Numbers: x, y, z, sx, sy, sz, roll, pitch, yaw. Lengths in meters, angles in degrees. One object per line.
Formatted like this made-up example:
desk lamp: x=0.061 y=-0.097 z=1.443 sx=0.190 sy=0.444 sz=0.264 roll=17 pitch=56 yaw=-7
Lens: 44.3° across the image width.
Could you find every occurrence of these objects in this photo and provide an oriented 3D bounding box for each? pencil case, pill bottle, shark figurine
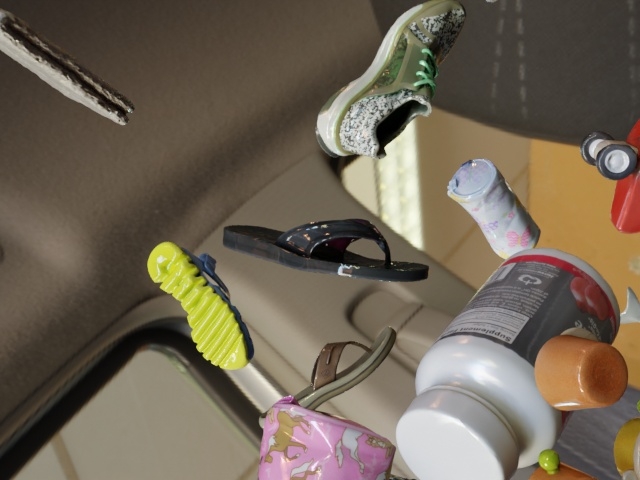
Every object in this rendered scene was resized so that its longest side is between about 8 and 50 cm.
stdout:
pencil case: x=-0.036 y=0.379 z=0.888 sx=0.167 sy=0.160 sz=0.386 roll=22 pitch=-107 yaw=-11
pill bottle: x=0.224 y=0.157 z=0.944 sx=0.318 sy=0.176 sz=0.176 roll=-40 pitch=-46 yaw=-41
pencil case: x=0.404 y=-0.067 z=1.821 sx=0.124 sy=0.113 sz=0.273 roll=-34 pitch=-51 yaw=17
shark figurine: x=0.705 y=0.144 z=1.590 sx=0.278 sy=0.166 sz=0.116 roll=-24 pitch=-17 yaw=-25

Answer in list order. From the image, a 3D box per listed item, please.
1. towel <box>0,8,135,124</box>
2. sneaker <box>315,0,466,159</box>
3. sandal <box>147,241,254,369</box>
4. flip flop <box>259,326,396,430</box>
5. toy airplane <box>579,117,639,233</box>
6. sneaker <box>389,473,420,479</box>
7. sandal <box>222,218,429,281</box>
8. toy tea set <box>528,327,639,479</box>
towel: x=-0.426 y=-0.282 z=1.213 sx=0.049 sy=0.187 sz=0.282 roll=-59 pitch=-36 yaw=-5
sneaker: x=0.184 y=-0.307 z=1.587 sx=0.410 sy=0.182 sz=0.158 roll=-51 pitch=-41 yaw=-5
sandal: x=-0.232 y=0.131 z=1.691 sx=0.126 sy=0.317 sz=0.138 roll=-39 pitch=-15 yaw=24
flip flop: x=0.010 y=0.221 z=1.319 sx=0.277 sy=0.080 sz=0.112 roll=-31 pitch=-4 yaw=-7
toy airplane: x=0.629 y=-0.208 z=1.228 sx=0.386 sy=0.272 sz=0.384 roll=-61 pitch=3 yaw=-29
sneaker: x=0.135 y=0.478 z=1.492 sx=0.121 sy=0.300 sz=0.111 roll=-50 pitch=16 yaw=48
sandal: x=-0.002 y=0.000 z=1.527 sx=0.167 sy=0.446 sz=0.107 roll=-9 pitch=-71 yaw=-60
toy tea set: x=0.265 y=0.258 z=0.778 sx=0.200 sy=0.124 sz=0.336 roll=13 pitch=-101 yaw=-20
